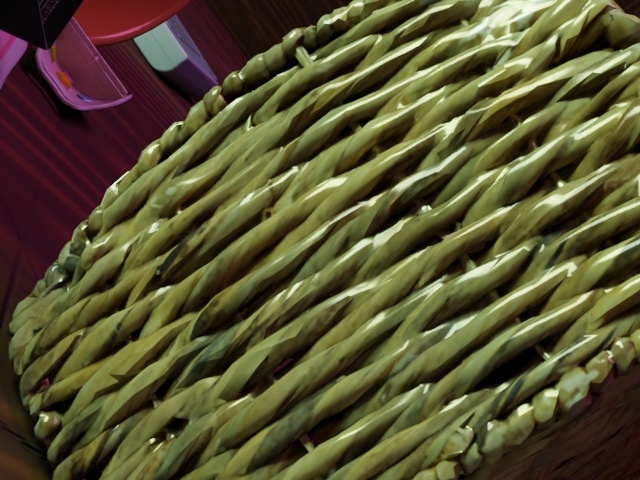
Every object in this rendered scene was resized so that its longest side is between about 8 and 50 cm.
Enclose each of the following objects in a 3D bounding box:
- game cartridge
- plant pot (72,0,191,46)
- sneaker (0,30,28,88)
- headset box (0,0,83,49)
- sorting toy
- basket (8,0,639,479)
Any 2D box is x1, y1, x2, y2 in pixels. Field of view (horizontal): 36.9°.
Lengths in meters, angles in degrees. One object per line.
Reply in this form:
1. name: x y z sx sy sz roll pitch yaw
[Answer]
1. game cartridge: -0.256 -0.340 1.357 0.297 0.062 0.198 58 10 12
2. plant pot: -0.201 -0.341 0.808 0.203 0.291 0.291 41 1 17
3. sneaker: -0.204 -0.117 0.527 0.070 0.051 0.134 59 8 -29
4. headset box: -0.186 -0.280 0.518 0.110 0.218 0.293 20 25 -54
5. sorting toy: -0.195 -0.129 0.747 0.083 0.045 0.075 55 13 -14
6. basket: 0.040 0.040 0.457 0.213 0.299 0.223 58 8 29
